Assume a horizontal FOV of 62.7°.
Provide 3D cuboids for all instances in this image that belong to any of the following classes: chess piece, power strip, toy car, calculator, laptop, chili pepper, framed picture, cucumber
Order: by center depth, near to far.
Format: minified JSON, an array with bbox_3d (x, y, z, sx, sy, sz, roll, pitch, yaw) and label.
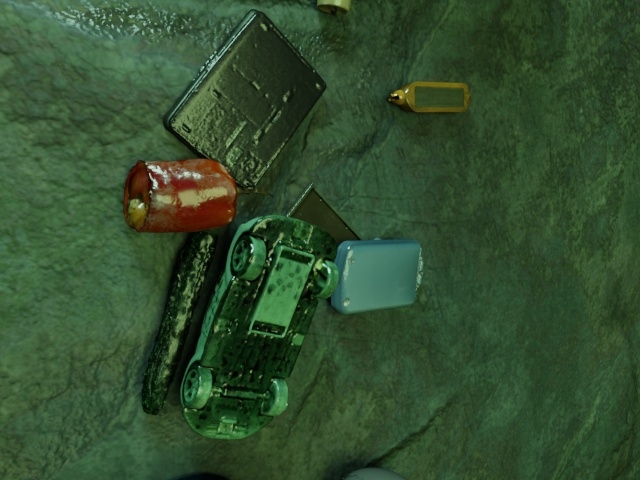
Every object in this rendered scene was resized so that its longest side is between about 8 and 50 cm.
[{"bbox_3d":[-0.146,-0.057,0.667,0.192,0.084,0.086,-4,133,-31],"label":"chili pepper"},{"bbox_3d":[-0.189,0.106,0.687,0.044,0.043,0.256,18,89,-30],"label":"cucumber"},{"bbox_3d":[-0.092,0.108,0.704,0.136,0.125,0.305,18,97,-33],"label":"toy car"},{"bbox_3d":[-0.094,-0.187,0.712,0.154,0.026,0.207,42,75,-32],"label":"laptop"},{"bbox_3d":[0.027,-0.388,0.743,0.066,0.066,0.122,-1,103,-34],"label":"chess piece"},{"bbox_3d":[0.000,0.000,0.815,0.149,0.011,0.109,46,72,-30],"label":"framed picture"},{"bbox_3d":[0.095,0.057,0.863,0.210,0.039,0.121,-2,101,-37],"label":"calculator"},{"bbox_3d":[0.184,-0.241,0.889,0.178,0.028,0.049,-9,103,-33],"label":"power strip"}]

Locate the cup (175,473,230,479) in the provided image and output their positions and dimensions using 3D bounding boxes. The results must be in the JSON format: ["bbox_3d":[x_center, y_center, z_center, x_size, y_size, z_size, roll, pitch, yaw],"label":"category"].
[{"bbox_3d":[-0.125,0.487,0.641,0.242,0.292,0.307,1,98,-34],"label":"cup"}]

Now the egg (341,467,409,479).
[{"bbox_3d":[0.104,0.461,0.877,0.198,0.146,0.146,47,71,-21],"label":"egg"}]
